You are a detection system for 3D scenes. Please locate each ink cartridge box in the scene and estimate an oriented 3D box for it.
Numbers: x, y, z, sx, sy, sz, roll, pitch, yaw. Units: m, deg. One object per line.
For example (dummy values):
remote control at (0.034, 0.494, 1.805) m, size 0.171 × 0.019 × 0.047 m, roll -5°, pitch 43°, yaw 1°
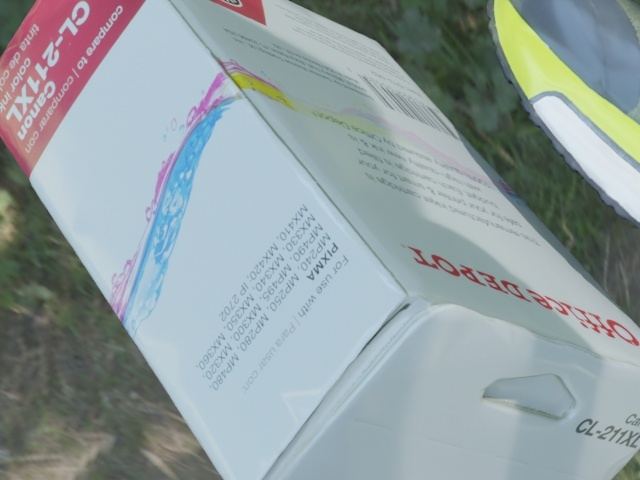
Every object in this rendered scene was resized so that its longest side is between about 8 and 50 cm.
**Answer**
ink cartridge box at (0.000, 0.000, 0.516) m, size 0.072 × 0.127 × 0.175 m, roll -52°, pitch 49°, yaw 17°

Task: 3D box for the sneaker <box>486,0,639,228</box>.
sneaker at (0.183, -0.014, 0.508) m, size 0.300 × 0.111 × 0.121 m, roll 31°, pitch 95°, yaw 18°
